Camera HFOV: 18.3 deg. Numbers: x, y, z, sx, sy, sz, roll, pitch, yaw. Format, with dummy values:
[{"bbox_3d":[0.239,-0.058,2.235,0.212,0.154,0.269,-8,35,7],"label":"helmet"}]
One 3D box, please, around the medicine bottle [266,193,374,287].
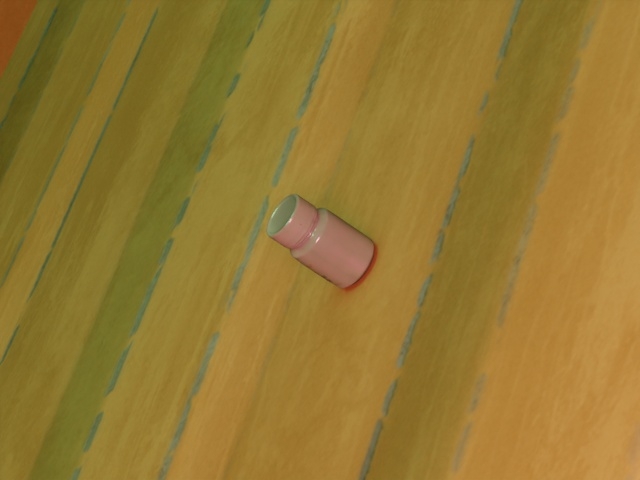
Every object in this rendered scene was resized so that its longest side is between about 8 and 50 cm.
[{"bbox_3d":[0.000,0.000,1.733,0.052,0.089,0.052,-43,27,28],"label":"medicine bottle"}]
